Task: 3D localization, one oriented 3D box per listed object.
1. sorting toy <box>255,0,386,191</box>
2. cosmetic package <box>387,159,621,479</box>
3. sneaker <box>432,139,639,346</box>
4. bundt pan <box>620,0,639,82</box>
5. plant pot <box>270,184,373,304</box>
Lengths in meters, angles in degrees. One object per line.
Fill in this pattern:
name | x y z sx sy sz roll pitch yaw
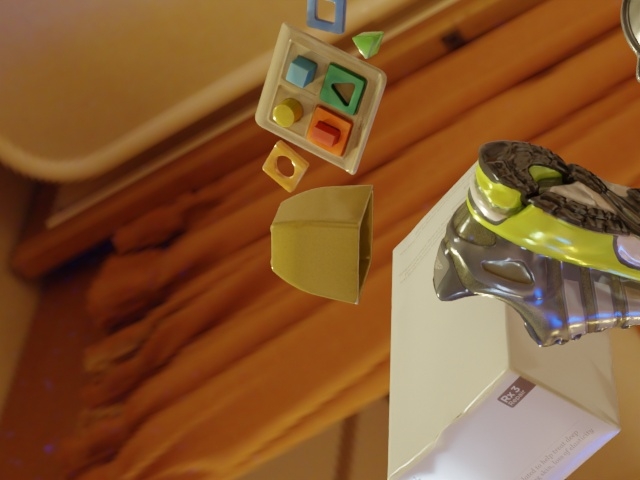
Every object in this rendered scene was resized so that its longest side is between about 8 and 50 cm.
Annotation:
sorting toy | -0.009 -0.210 2.654 0.196 0.347 0.047 30 -145 18
cosmetic package | 0.194 0.101 1.927 0.156 0.217 0.385 28 -142 -20
sneaker | 0.208 0.025 1.299 0.300 0.121 0.111 22 -148 -27
bundt pan | 0.462 -0.241 1.691 0.124 0.331 0.331 85 168 -76
plant pot | 0.000 0.000 1.558 0.081 0.083 0.081 -70 -18 -59
